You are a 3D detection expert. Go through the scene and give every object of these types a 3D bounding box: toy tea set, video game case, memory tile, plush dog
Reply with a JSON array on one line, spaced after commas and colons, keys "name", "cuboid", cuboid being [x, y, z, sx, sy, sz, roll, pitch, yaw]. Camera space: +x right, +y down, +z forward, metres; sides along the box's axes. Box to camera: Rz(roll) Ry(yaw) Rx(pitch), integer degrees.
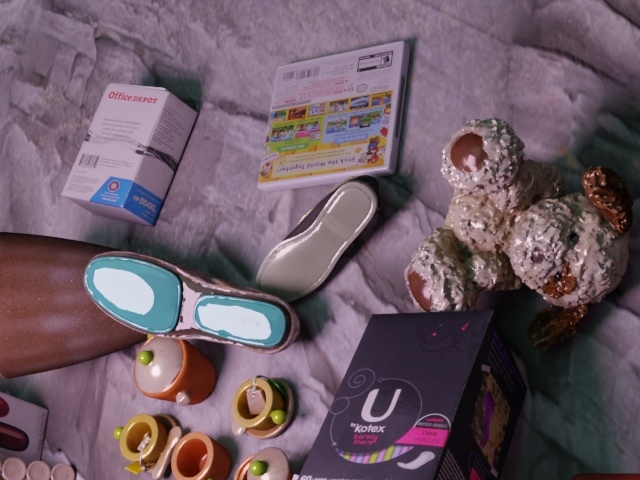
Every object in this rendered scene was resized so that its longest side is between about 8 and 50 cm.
[{"name": "toy tea set", "cuboid": [-0.158, 0.242, 1.653, 0.336, 0.124, 0.200, 13, 76, 39]}, {"name": "video game case", "cuboid": [0.019, -0.178, 1.797, 0.227, 0.026, 0.206, -6, 65, 33]}, {"name": "memory tile", "cuboid": [-0.430, 0.370, 1.782, 0.012, 0.148, 0.113, -35, 47, 53]}, {"name": "plush dog", "cuboid": [0.256, -0.004, 1.469, 0.225, 0.210, 0.262, 29, 115, 27]}]

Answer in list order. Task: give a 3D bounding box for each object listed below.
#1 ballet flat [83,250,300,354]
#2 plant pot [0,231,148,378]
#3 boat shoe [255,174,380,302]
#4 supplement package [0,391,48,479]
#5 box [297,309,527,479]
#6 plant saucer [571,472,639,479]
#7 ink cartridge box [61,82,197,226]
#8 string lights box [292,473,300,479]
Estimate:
[{"name": "ballet flat", "cuboid": [-0.173, 0.090, 1.705, 0.316, 0.106, 0.107, 18, 96, 15]}, {"name": "plant pot", "cuboid": [-0.348, 0.090, 1.808, 0.230, 0.215, 0.215, -2, 63, 1]}, {"name": "boat shoe", "cuboid": [0.000, 0.000, 1.697, 0.228, 0.081, 0.068, -44, 4, 23]}, {"name": "supplement package", "cuboid": [-0.540, 0.322, 1.838, 0.149, 0.203, 0.194, -11, 63, 31]}, {"name": "box", "cuboid": [0.109, 0.220, 1.393, 0.165, 0.143, 0.270, -4, 40, 31]}, {"name": "plant saucer", "cuboid": [0.364, 0.363, 1.271, 0.259, 0.048, 0.258, -7, 64, 34]}, {"name": "ink cartridge box", "cuboid": [-0.303, -0.139, 1.968, 0.148, 0.086, 0.203, 12, 75, 38]}, {"name": "string lights box", "cuboid": [0.071, 0.369, 1.458, 0.260, 0.077, 0.133, 5, 71, 37]}]
